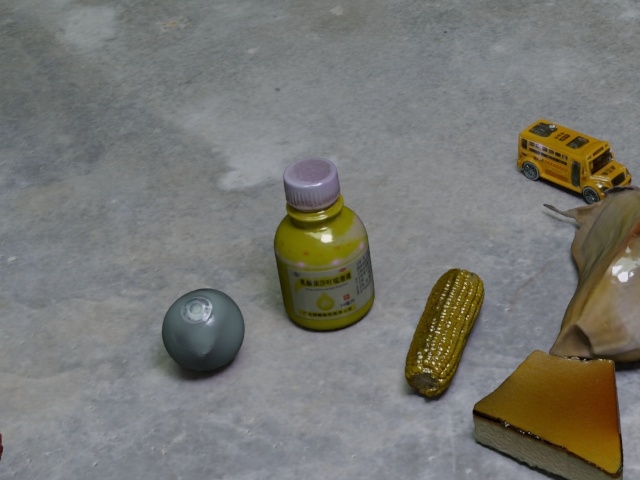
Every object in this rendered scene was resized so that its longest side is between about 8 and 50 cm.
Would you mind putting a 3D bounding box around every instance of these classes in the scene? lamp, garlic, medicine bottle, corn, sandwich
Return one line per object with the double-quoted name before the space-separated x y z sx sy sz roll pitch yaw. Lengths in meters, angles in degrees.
"lamp" -0.146 0.111 1.727 0.105 0.105 0.105 -6 37 4
"garlic" 0.374 0.012 1.733 0.196 0.151 0.338 -13 34 16
"medicine bottle" 0.000 0.000 1.753 0.122 0.212 0.121 -6 37 4
"corn" 0.152 0.108 1.701 0.068 0.068 0.207 7 42 20
"sandwich" 0.293 0.198 1.560 0.193 0.058 0.162 22 46 38

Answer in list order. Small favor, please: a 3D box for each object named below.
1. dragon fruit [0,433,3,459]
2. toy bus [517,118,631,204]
"dragon fruit" -0.502 0.248 1.519 0.303 0.231 0.237 -4 24 -12
"toy bus" 0.358 -0.113 1.947 0.070 0.074 0.162 -33 42 -31
